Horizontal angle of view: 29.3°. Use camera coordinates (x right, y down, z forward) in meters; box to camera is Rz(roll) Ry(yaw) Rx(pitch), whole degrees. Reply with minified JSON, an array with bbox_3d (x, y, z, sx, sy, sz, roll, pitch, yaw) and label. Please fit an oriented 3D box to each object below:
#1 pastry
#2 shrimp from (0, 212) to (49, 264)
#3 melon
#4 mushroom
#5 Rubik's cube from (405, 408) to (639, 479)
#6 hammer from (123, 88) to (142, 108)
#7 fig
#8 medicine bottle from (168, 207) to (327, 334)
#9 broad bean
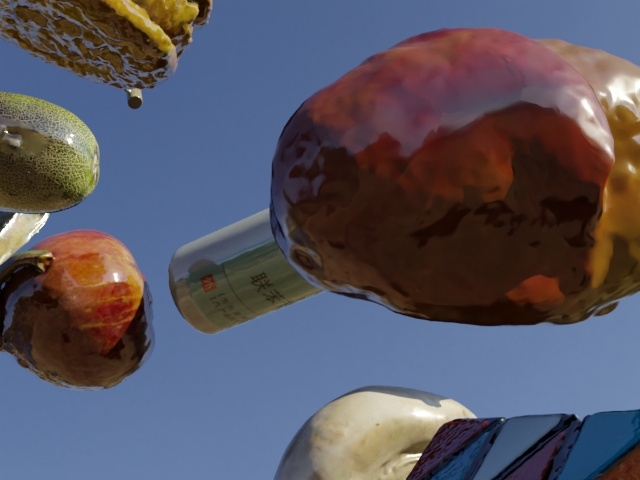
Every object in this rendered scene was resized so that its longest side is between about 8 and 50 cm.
[{"bbox_3d":[-0.237,-0.236,1.198,0.240,0.132,0.235,31,-25,-19],"label":"pastry"},{"bbox_3d":[-0.399,-0.028,1.269,0.198,0.262,0.051,34,-39,13],"label":"shrimp"},{"bbox_3d":[-0.263,-0.073,1.012,0.162,0.099,0.099,11,-40,5],"label":"melon"},{"bbox_3d":[0.070,0.224,0.984,0.206,0.209,0.206,-44,-25,-27],"label":"mushroom"},{"bbox_3d":[0.041,0.196,0.631,0.234,0.250,0.284,-26,-57,-16],"label":"Rubik's cube"},{"bbox_3d":[-0.264,-0.210,1.527,0.019,0.035,0.110,-38,-58,12],"label":"hammer"},{"bbox_3d":[-0.288,0.078,1.398,0.205,0.205,0.205,-8,-39,-6],"label":"fig"},{"bbox_3d":[0.000,0.000,1.313,0.352,0.110,0.110,-22,-38,28],"label":"medicine bottle"},{"bbox_3d":[0.087,-0.031,0.630,0.229,0.156,0.122,0,-29,2],"label":"broad bean"}]
